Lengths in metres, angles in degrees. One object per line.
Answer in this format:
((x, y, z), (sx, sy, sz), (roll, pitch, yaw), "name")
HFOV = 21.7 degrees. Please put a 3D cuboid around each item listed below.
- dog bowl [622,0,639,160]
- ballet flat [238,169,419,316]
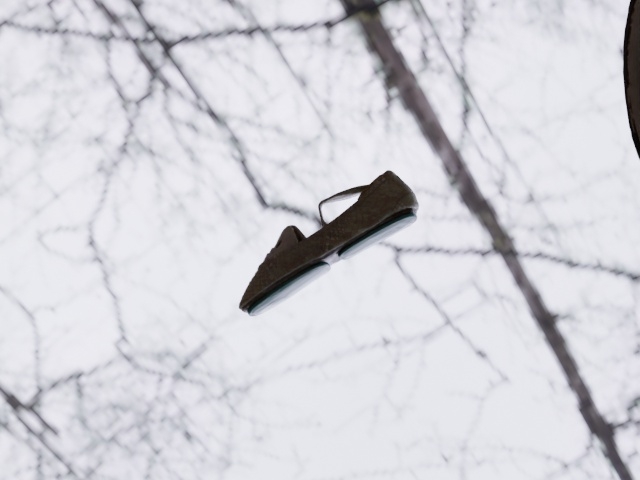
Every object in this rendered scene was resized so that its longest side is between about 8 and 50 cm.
((0.451, -0.143, 1.350), (0.408, 0.150, 0.408), (1, -86, 11), "dog bowl")
((0.000, 0.000, 1.348), (0.168, 0.057, 0.052), (-30, -105, -2), "ballet flat")
